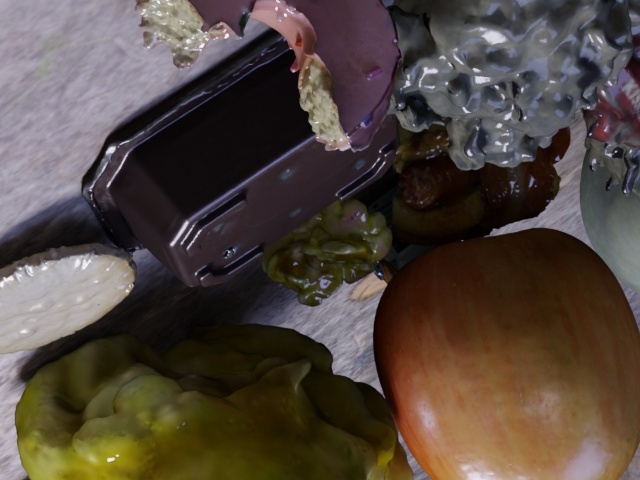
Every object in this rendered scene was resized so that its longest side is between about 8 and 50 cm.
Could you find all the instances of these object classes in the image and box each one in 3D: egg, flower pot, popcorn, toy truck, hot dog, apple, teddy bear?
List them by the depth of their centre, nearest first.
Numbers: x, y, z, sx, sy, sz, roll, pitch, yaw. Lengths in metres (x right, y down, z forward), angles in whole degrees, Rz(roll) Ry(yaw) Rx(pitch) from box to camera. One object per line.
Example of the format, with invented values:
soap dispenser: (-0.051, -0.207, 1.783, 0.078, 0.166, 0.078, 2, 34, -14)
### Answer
teddy bear: (0.182, -0.147, 0.940, 0.367, 0.224, 0.357, -31, 165, -38)
flower pot: (-0.039, -0.058, 0.993, 0.251, 0.084, 0.179, -35, 159, -9)
popcorn: (-0.001, -0.001, 1.157, 0.089, 0.109, 0.097, -52, 136, -42)
popcorn: (-0.080, 0.215, 1.182, 0.334, 0.292, 0.294, 24, 75, -66)
apple: (0.171, 0.117, 1.191, 0.242, 0.241, 0.242, -13, 169, -3)
hot dog: (0.150, -0.070, 1.217, 0.213, 0.103, 0.146, -28, 120, -38)
toy truck: (0.100, 0.017, 1.328, 0.080, 0.115, 0.178, -36, 157, -4)
egg: (0.416, -0.055, 1.495, 0.258, 0.258, 0.352, -37, 157, -2)

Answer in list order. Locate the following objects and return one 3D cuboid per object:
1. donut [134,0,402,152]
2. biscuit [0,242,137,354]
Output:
donut: (-0.022, -0.133, 0.806, 0.117, 0.166, 0.065, -57, -170, -25)
biscuit: (-0.204, 0.046, 0.996, 0.152, 0.020, 0.152, -22, 158, -9)
